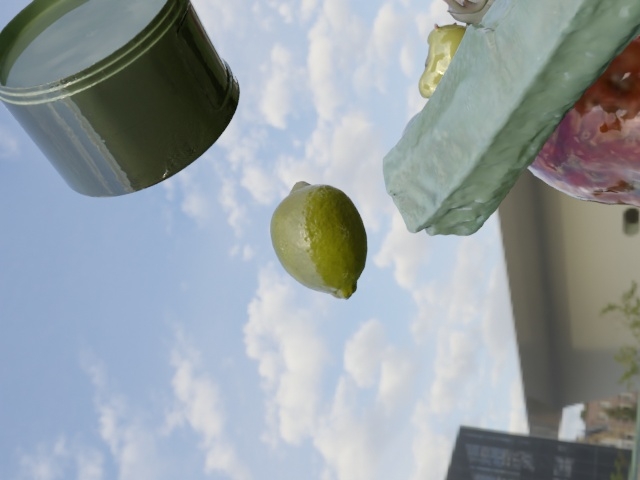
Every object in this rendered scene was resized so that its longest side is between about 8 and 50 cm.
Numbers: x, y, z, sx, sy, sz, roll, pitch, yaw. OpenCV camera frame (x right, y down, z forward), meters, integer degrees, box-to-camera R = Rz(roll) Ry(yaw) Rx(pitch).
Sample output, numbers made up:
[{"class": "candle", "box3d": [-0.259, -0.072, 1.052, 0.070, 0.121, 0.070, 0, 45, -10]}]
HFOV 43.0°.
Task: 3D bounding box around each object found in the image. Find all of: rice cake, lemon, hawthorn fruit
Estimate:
[{"class": "rice cake", "box3d": [0.119, -0.112, 0.400, 0.336, 0.063, 0.066, 120, 140, -53]}, {"class": "lemon", "box3d": [0.000, 0.000, 1.560, 0.249, 0.184, 0.184, 65, -156, 6]}, {"class": "hawthorn fruit", "box3d": [0.253, -0.137, 0.597, 0.258, 0.261, 0.258, -49, -11, -13]}]

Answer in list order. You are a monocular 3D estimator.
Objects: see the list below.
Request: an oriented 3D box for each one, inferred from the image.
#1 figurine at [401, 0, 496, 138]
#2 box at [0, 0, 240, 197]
[{"class": "figurine", "box3d": [0.174, -0.263, 0.996, 0.284, 0.206, 0.316, -8, -72, -43]}, {"class": "box", "box3d": [-0.218, -0.177, 0.870, 0.149, 0.226, 0.226, 62, -142, -43]}]
